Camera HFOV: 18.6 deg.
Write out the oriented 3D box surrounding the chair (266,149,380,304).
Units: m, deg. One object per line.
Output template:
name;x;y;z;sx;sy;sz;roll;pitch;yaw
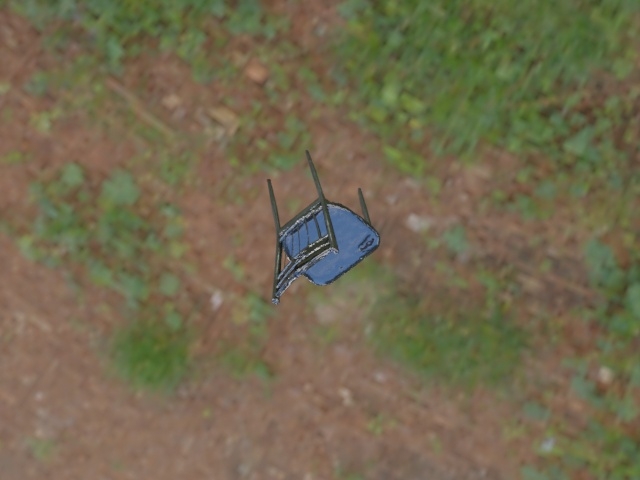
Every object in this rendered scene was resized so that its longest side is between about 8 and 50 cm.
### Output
chair;0.001;0.001;0.814;0.037;0.086;0.042;-39;117;19
